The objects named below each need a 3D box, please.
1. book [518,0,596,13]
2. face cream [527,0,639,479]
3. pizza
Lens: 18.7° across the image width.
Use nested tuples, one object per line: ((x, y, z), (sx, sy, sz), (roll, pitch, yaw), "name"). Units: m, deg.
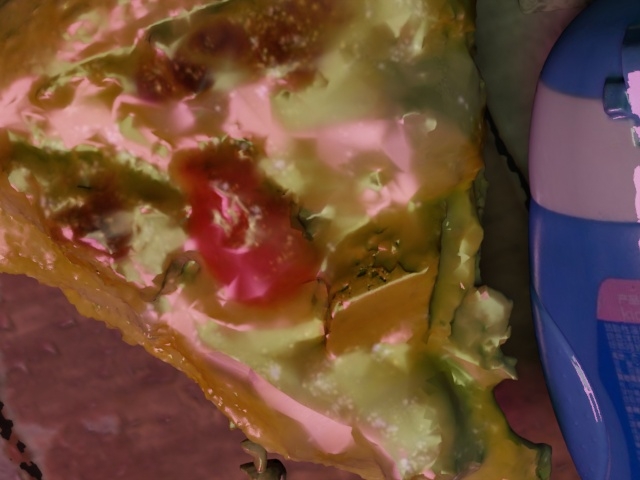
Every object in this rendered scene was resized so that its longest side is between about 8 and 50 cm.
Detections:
((0.148, -0.135, 0.668), (0.172, 0.012, 0.118), (-6, 137, 8), "book")
((0.150, 0.025, 0.728), (0.149, 0.083, 0.264), (-6, 117, 24), "face cream")
((0.000, 0.000, 0.718), (0.280, 0.075, 0.288), (-35, 100, 21), "pizza")
